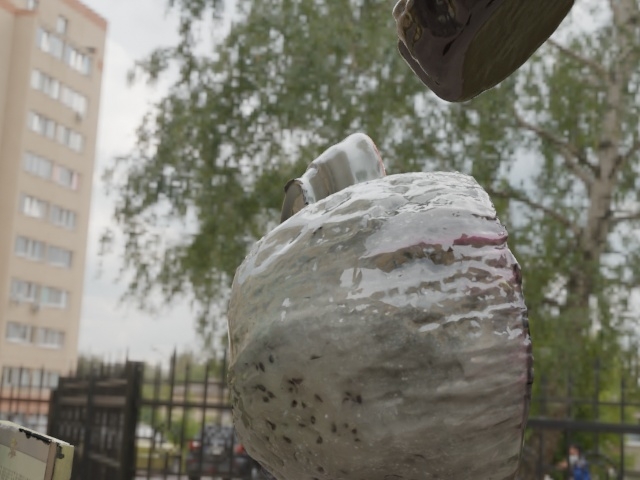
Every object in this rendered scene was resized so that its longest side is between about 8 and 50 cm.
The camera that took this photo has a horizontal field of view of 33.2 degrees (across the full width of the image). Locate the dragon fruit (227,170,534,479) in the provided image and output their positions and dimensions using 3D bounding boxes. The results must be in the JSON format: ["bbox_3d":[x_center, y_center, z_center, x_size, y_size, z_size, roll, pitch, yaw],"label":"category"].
[{"bbox_3d":[0.034,0.074,0.852,0.221,0.283,0.204,-4,-26,-2],"label":"dragon fruit"}]

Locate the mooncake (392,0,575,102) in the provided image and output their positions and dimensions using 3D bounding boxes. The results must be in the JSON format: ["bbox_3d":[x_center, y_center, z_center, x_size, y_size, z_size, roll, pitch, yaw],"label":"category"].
[{"bbox_3d":[0.227,-0.332,1.481,0.283,0.141,0.283,-36,-19,-14],"label":"mooncake"}]

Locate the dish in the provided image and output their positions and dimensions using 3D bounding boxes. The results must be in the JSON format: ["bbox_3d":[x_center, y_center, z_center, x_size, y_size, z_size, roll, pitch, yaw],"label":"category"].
[{"bbox_3d":[0.000,0.000,1.274,0.085,0.260,0.260,2,-9,-16],"label":"dish"}]

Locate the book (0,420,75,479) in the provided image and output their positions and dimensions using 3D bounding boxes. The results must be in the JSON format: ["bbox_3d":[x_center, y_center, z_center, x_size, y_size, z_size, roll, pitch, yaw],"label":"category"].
[{"bbox_3d":[-0.289,0.259,1.021,0.026,0.158,0.231,14,-10,-30],"label":"book"}]
